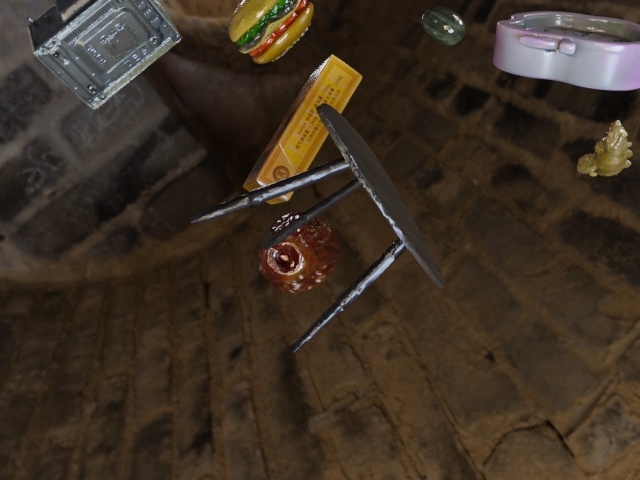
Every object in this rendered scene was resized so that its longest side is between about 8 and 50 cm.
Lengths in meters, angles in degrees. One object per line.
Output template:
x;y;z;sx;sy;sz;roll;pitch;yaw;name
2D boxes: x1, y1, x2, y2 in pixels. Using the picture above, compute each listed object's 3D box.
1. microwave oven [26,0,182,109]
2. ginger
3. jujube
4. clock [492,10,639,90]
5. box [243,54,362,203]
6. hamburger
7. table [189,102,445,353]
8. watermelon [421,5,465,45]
-0.365;-0.350;1.182;0.205;0.163;0.129;-38;-133;5;microwave oven
0.769;-0.224;1.840;0.081;0.115;0.205;-47;169;-23;ginger
-0.052;0.029;1.523;0.190;0.190;0.255;-35;-179;8;jujube
0.559;-0.422;1.537;0.338;0.102;0.339;2;-152;-1;clock
-0.039;-0.204;1.327;0.274;0.076;0.174;-59;-169;-6;box
-0.087;-0.394;1.239;0.162;0.115;0.162;-41;-159;19;hamburger
0.000;0.000;1.041;0.249;0.317;0.317;-33;-154;13;table
0.274;-0.483;1.562;0.110;0.078;0.078;40;-104;22;watermelon
